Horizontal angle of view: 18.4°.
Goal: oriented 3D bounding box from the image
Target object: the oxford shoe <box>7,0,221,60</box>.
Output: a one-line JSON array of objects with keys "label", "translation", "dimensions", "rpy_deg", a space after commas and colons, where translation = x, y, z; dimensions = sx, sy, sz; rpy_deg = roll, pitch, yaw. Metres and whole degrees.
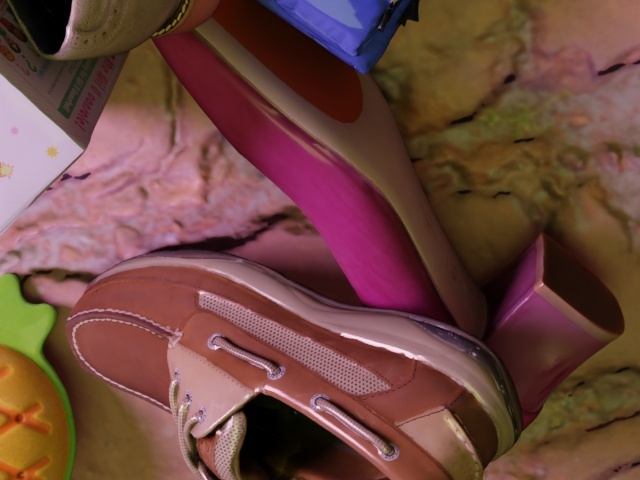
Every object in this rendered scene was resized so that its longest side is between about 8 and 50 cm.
[{"label": "oxford shoe", "translation": [-0.177, -0.260, 1.073], "dimensions": [0.123, 0.130, 0.348], "rpy_deg": [-29, 92, 42]}]

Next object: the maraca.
[{"label": "maraca", "translation": [-0.229, 0.115, 1.333], "dimensions": [0.127, 0.099, 0.186], "rpy_deg": [-1, 92, -5]}]

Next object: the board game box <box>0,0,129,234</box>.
[{"label": "board game box", "translation": [-0.251, -0.167, 1.119], "dimensions": [0.303, 0.224, 0.097], "rpy_deg": [43, 112, -14]}]

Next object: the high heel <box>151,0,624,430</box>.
[{"label": "high heel", "translation": [0.000, 0.000, 1.240], "dimensions": [0.377, 0.127, 0.181], "rpy_deg": [41, 120, -10]}]

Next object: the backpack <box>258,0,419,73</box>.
[{"label": "backpack", "translation": [0.027, -0.168, 1.154], "dimensions": [0.098, 0.101, 0.120], "rpy_deg": [34, 94, -16]}]

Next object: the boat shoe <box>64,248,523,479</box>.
[{"label": "boat shoe", "translation": [-0.037, 0.094, 1.219], "dimensions": [0.324, 0.120, 0.123], "rpy_deg": [10, 137, 35]}]
